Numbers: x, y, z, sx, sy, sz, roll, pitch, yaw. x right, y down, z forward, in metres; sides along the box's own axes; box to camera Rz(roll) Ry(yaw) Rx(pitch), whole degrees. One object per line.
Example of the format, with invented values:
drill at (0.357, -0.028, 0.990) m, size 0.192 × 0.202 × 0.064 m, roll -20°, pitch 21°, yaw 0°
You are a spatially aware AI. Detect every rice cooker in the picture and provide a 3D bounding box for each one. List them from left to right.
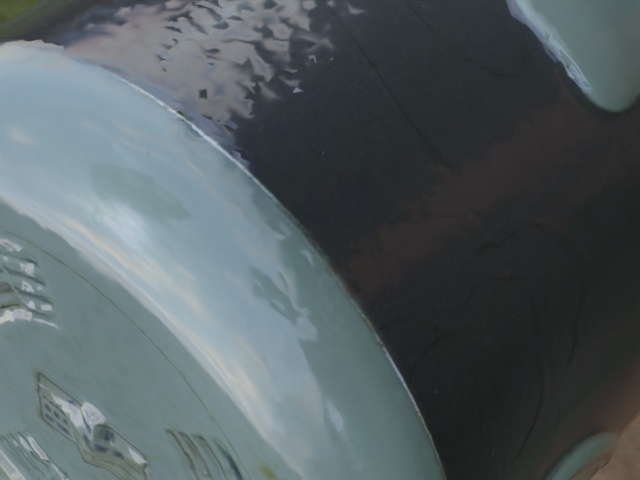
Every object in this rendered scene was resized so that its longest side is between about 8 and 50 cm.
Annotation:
rice cooker at (0.003, 0.000, 0.648) m, size 0.288 × 0.277 × 0.288 m, roll 30°, pitch 141°, yaw 28°
